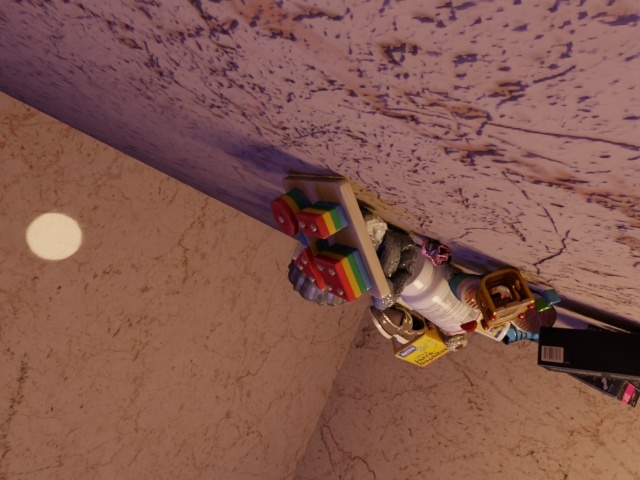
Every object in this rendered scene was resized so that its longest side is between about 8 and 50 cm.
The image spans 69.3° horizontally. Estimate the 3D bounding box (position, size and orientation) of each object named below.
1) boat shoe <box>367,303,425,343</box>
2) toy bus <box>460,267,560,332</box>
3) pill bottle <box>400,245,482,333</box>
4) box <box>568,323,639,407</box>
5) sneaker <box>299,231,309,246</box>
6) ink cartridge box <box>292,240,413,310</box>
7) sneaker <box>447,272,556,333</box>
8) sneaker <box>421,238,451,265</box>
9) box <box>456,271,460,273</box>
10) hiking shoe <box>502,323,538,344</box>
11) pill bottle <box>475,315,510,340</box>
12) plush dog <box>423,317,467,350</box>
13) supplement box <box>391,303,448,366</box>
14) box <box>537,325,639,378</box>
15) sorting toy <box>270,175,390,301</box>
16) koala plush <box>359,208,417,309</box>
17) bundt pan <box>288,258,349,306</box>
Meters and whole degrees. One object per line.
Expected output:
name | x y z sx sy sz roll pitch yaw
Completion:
boat shoe | 0.250 0.257 1.493 0.324 0.097 0.116 36 -154 -54
toy bus | 0.410 0.134 1.063 0.191 0.104 0.202 3 149 -38
pill bottle | 0.325 0.140 1.320 0.283 0.160 0.160 36 170 -30
box | 0.839 0.362 1.334 0.247 0.163 0.142 28 178 -43
sneaker | 0.051 0.045 1.385 0.316 0.182 0.127 17 145 28
ink cartridge box | 0.149 0.083 1.605 0.395 0.166 0.285 22 176 25
sneaker | 0.472 0.149 1.211 0.303 0.108 0.121 22 -168 -15
sneaker | 0.289 0.033 1.103 0.057 0.047 0.119 4 164 43
box | 0.476 0.145 1.446 0.137 0.027 0.094 22 167 20
hiking shoe | 0.782 0.365 1.879 0.304 0.131 0.113 25 176 -18
pill bottle | 0.549 0.257 1.626 0.209 0.119 0.119 23 176 12
plush dog | 0.567 0.313 2.007 0.225 0.262 0.210 33 -167 -35
supplement box | 0.451 0.377 2.190 0.195 0.194 0.356 27 -144 -28
box | 0.673 0.274 1.103 0.262 0.103 0.184 -1 160 33
sorting toy | 0.000 0.000 0.980 0.256 0.090 0.256 16 134 60
koala plush | 0.110 0.008 1.100 0.196 0.203 0.221 19 152 55
bundt pan | 0.035 0.107 1.912 0.331 0.330 0.124 23 136 8
